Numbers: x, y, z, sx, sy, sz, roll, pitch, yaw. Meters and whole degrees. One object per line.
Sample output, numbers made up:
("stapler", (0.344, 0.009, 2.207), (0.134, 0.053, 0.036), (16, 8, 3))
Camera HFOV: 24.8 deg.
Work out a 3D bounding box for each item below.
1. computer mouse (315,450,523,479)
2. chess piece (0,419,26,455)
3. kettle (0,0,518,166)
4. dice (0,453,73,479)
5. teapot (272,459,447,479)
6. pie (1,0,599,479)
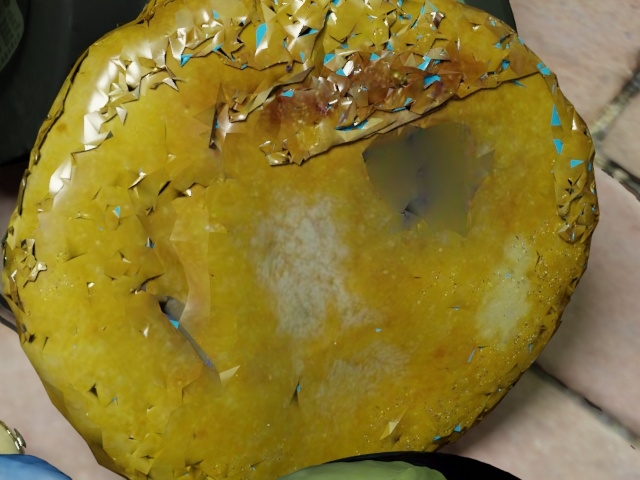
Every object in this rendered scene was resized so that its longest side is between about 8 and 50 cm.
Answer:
("computer mouse", (0.052, 0.143, 0.571), (0.233, 0.096, 0.137), (8, 28, -23))
("chess piece", (-0.179, 0.103, 0.522), (0.060, 0.060, 0.172), (43, 21, 17))
("kettle", (-0.033, -0.145, 0.743), (0.324, 0.228, 0.321), (-19, 69, -38))
("dice", (-0.117, 0.167, 0.479), (0.143, 0.146, 0.146), (-29, 66, -35))
("teapot", (0.009, 0.229, 0.394), (0.321, 0.239, 0.239), (46, 33, -17))
("pie", (-0.001, 0.000, 0.621), (0.273, 0.273, 0.069), (-9, 17, -27))
